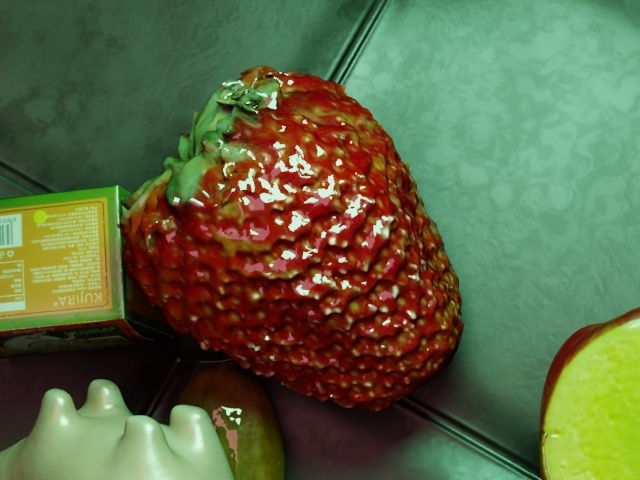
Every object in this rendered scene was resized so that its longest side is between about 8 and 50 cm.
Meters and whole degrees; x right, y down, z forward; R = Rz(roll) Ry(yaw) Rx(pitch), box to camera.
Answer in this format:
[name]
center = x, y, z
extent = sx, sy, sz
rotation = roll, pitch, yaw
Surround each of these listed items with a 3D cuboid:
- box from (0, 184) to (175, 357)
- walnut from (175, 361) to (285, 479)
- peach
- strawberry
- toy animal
[box]
center = -0.267, 0.038, 1.964
extent = 0.194, 0.177, 0.148
rotation = -6, 79, 11
[walnut]
center = -0.091, 0.226, 1.939
extent = 0.115, 0.116, 0.207
rotation = -8, 87, 10
[peach]
center = 0.337, 0.201, 1.785
extent = 0.248, 0.245, 0.275
rotation = -17, 67, 50
[strawberry]
center = 0.000, 0.000, 1.876
extent = 0.351, 0.267, 0.312
rotation = 40, 55, -5
[toy animal]
center = -0.216, 0.272, 1.866
extent = 0.326, 0.237, 0.269
rotation = 10, 97, 47
